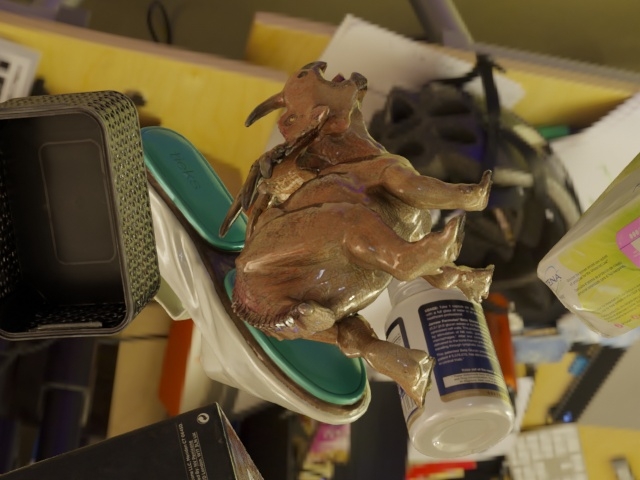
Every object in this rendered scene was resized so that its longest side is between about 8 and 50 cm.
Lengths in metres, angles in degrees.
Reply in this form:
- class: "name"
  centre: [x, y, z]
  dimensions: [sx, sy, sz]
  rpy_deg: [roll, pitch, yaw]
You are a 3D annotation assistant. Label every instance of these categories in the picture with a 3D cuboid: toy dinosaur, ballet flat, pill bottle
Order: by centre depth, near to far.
- class: "toy dinosaur"
  centre: [0.000, 0.000, 0.794]
  dimensions: [0.200, 0.295, 0.127]
  rpy_deg: [14, 121, 17]
- class: "pill bottle"
  centre: [0.110, 0.102, 1.102]
  dimensions: [0.094, 0.169, 0.094]
  rpy_deg: [-8, 144, -6]
- class: "ballet flat"
  centre: [-0.094, 0.054, 1.206]
  dimensions: [0.139, 0.400, 0.139]
  rpy_deg: [-29, 150, -19]

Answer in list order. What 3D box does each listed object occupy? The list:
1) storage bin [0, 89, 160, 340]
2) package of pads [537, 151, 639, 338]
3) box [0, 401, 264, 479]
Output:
- class: "storage bin"
  centre: [-0.204, -0.021, 0.960]
  dimensions: [0.122, 0.084, 0.180]
  rpy_deg: [-3, 104, 10]
- class: "package of pads"
  centre: [0.319, -0.046, 0.987]
  dimensions: [0.101, 0.229, 0.296]
  rpy_deg: [45, 159, 3]
- class: "box"
  centre: [-0.210, 0.370, 1.492]
  dimensions: [0.294, 0.183, 0.296]
  rpy_deg: [-19, 146, -1]
